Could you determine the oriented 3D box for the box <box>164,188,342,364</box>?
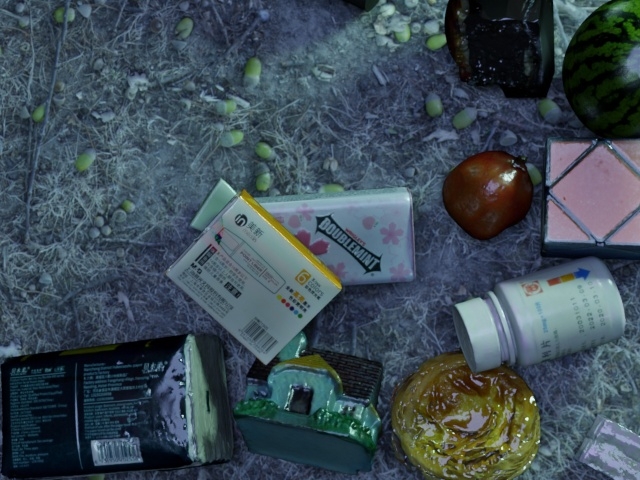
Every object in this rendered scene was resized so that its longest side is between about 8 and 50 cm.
[{"bbox_3d":[-0.126,0.068,1.814,0.221,0.091,0.274,-44,99,8],"label":"box"}]

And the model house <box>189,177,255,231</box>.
[{"bbox_3d":[-0.183,-0.043,1.995,0.149,0.100,0.127,34,91,-8],"label":"model house"}]

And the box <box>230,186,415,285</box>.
[{"bbox_3d":[0.000,0.000,1.896,0.369,0.112,0.190,-5,103,0],"label":"box"}]

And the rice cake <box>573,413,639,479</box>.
[{"bbox_3d":[0.634,0.442,1.788,0.297,0.050,0.106,29,90,14],"label":"rice cake"}]

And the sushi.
[{"bbox_3d":[0.349,-0.420,1.873,0.212,0.227,0.216,1,78,19],"label":"sushi"}]

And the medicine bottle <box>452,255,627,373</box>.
[{"bbox_3d":[0.407,0.144,1.794,0.292,0.170,0.170,-16,80,-1],"label":"medicine bottle"}]

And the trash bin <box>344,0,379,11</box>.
[{"bbox_3d":[-0.009,-0.627,1.982,0.333,0.214,0.214,31,90,10],"label":"trash bin"}]

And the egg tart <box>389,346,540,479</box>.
[{"bbox_3d":[0.277,0.354,1.842,0.297,0.132,0.297,-4,67,9],"label":"egg tart"}]

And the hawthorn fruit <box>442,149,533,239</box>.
[{"bbox_3d":[0.333,-0.098,1.853,0.169,0.169,0.188,50,135,13],"label":"hawthorn fruit"}]

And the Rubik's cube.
[{"bbox_3d":[0.523,-0.074,1.801,0.205,0.205,0.207,0,81,12],"label":"Rubik's cube"}]

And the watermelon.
[{"bbox_3d":[0.598,-0.318,1.778,0.285,0.285,0.285,-2,82,12],"label":"watermelon"}]

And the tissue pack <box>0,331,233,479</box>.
[{"bbox_3d":[-0.409,0.341,1.916,0.416,0.253,0.264,-9,80,11],"label":"tissue pack"}]

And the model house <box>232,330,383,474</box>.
[{"bbox_3d":[-0.004,0.294,1.877,0.280,0.230,0.249,10,60,11],"label":"model house"}]
